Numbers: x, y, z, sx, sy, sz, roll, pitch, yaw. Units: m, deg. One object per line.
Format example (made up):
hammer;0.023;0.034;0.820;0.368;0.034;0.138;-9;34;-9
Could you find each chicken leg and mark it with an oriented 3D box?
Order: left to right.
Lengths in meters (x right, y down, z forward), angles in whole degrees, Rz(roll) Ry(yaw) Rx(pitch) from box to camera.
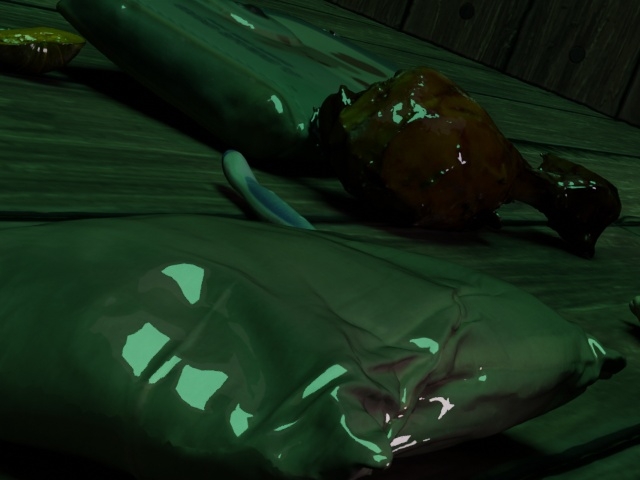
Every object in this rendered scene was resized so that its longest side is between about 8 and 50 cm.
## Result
chicken leg;0.119;-0.052;1.001;0.304;0.093;0.113;9;51;-48

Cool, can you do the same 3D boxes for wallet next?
wallet;-0.034;-0.127;1.129;0.252;0.083;0.360;32;15;23

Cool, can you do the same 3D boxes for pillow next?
pillow;-0.011;0.034;0.485;0.173;0.067;0.270;19;11;23

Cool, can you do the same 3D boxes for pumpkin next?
pumpkin;-0.199;-0.127;0.968;0.083;0.028;0.050;-1;21;-38

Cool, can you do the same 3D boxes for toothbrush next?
toothbrush;0.000;0.000;0.739;0.021;0.027;0.269;32;5;-32

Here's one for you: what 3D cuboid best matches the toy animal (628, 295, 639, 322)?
toy animal;0.248;0.032;0.873;0.114;0.082;0.091;18;11;-6
